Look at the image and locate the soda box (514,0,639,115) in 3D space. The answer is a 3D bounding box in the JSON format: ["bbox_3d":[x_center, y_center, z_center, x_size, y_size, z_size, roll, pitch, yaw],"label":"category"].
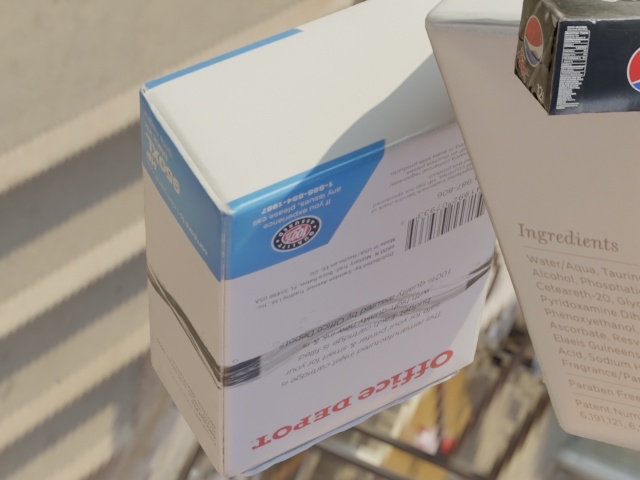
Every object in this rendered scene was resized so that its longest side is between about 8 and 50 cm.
[{"bbox_3d":[0.190,-0.103,0.973,0.060,0.169,0.053,-116,-153,-59],"label":"soda box"}]

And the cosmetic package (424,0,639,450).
[{"bbox_3d":[0.337,-0.074,1.352,0.329,0.327,0.393,-46,128,-33],"label":"cosmetic package"}]

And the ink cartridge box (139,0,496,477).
[{"bbox_3d":[0.000,0.000,1.665,0.285,0.166,0.395,-23,145,-21],"label":"ink cartridge box"}]
